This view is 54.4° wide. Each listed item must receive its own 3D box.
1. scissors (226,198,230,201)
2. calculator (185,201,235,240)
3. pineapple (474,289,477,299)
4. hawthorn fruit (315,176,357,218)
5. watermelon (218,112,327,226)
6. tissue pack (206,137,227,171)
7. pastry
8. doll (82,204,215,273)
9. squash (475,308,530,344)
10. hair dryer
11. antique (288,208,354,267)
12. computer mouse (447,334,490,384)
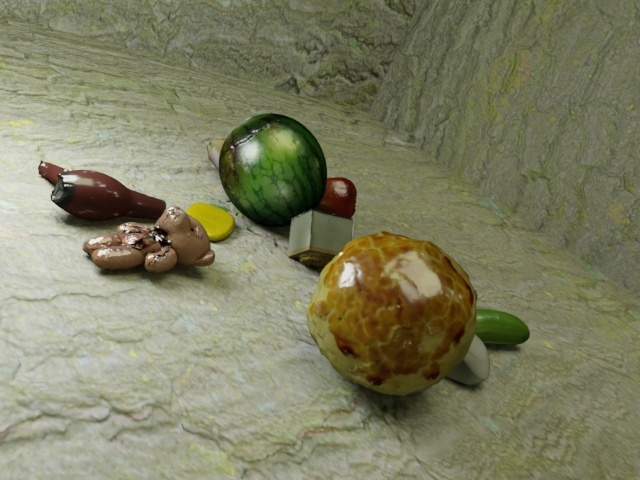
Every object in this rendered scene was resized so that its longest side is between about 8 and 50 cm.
[{"bbox_3d":[-0.256,-0.160,2.148,0.144,0.017,0.247,23,23,-2],"label":"scissors"},{"bbox_3d":[-0.323,-0.061,1.827,0.146,0.032,0.235,23,24,-6],"label":"calculator"},{"bbox_3d":[0.432,0.177,2.046,0.160,0.074,0.074,12,24,-10],"label":"pineapple"},{"bbox_3d":[0.030,-0.140,2.217,0.201,0.179,0.179,1,25,-2],"label":"hawthorn fruit"},{"bbox_3d":[-0.143,-0.219,1.959,0.363,0.363,0.363,21,22,-9],"label":"watermelon"},{"bbox_3d":[-0.269,-0.288,2.222,0.215,0.122,0.256,-8,28,-22],"label":"tissue pack"},{"bbox_3d":[0.165,0.154,1.403,0.389,0.312,0.388,4,57,-7],"label":"pastry"},{"bbox_3d":[-0.401,-0.011,1.485,0.303,0.156,0.201,-7,39,-46],"label":"doll"},{"bbox_3d":[0.481,0.258,1.856,0.395,0.107,0.107,7,28,-34],"label":"squash"},{"bbox_3d":[-0.622,-0.146,1.663,0.341,0.123,0.313,26,8,32],"label":"hair dryer"},{"bbox_3d":[0.000,0.000,1.841,0.147,0.147,0.152,14,-16,-26],"label":"antique"},{"bbox_3d":[0.318,0.270,1.641,0.297,0.121,0.184,26,23,0],"label":"computer mouse"}]
